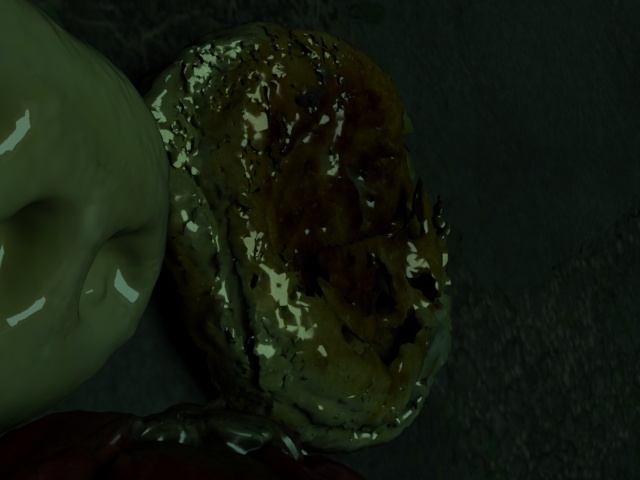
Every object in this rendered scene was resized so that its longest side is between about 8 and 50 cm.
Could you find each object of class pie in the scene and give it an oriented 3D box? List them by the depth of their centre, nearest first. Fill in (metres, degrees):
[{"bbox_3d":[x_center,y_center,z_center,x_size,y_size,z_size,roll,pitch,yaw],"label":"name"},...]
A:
[{"bbox_3d":[-0.001,0.000,1.035,0.308,0.085,0.308,21,63,-50],"label":"pie"}]

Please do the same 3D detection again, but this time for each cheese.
[{"bbox_3d":[-0.171,-0.048,0.632,0.328,0.129,0.351,-23,137,-46],"label":"cheese"}]

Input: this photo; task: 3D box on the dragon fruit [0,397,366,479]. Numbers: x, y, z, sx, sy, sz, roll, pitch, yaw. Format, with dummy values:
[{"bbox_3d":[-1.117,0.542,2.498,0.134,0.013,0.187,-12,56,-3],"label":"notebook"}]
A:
[{"bbox_3d":[-0.070,0.225,0.666,0.329,0.329,0.329,22,62,-48],"label":"dragon fruit"}]
